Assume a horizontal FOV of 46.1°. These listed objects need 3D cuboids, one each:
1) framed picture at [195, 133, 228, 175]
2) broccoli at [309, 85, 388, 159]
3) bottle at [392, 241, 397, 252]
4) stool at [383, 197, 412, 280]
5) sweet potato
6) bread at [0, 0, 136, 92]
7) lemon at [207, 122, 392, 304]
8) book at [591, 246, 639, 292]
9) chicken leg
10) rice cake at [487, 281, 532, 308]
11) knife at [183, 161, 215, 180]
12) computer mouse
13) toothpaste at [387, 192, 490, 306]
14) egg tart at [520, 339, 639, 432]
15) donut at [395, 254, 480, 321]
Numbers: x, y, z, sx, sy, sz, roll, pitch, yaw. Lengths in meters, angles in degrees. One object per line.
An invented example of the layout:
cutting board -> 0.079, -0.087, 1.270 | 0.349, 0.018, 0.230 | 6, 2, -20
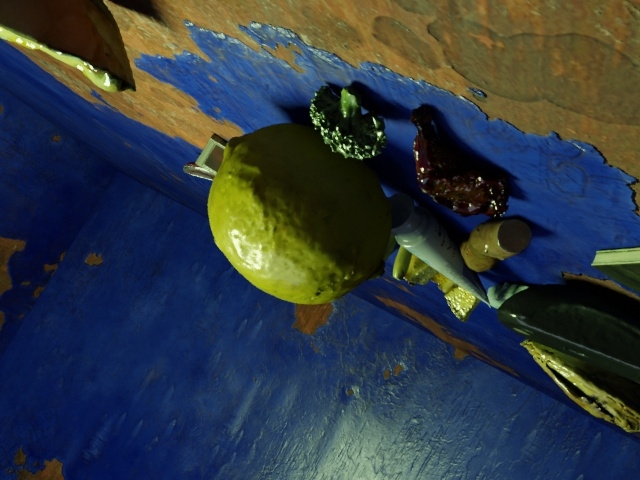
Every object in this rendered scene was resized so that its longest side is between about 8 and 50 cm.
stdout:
framed picture -> -0.135, -0.129, 1.682 | 0.290, 0.020, 0.211 | 31, 163, -11
broccoli -> 0.034, -0.147, 0.896 | 0.095, 0.097, 0.092 | 9, 130, -5
bottle -> 0.130, 0.014, 1.612 | 0.053, 0.053, 0.140 | 29, 172, 1
stool -> 0.112, -0.007, 1.321 | 0.134, 0.110, 0.135 | 31, 171, -8
sweet potato -> 0.247, 0.012, 1.132 | 0.067, 0.059, 0.281 | 38, 172, 5
bread -> -0.350, -0.304, 1.005 | 0.252, 0.132, 0.174 | 25, 178, 11
lemon -> -0.033, -0.039, 1.121 | 0.284, 0.260, 0.260 | 50, 165, -23
book -> 0.431, 0.054, 0.851 | 0.160, 0.024, 0.228 | 30, 173, -6
chicken leg -> 0.156, -0.084, 0.885 | 0.205, 0.053, 0.093 | 26, 152, -32
rice cake -> 0.389, 0.123, 1.393 | 0.127, 0.043, 0.237 | 29, 174, -5
knife -> -0.210, -0.133, 1.870 | 0.278, 0.053, 0.123 | 25, 145, 12
computer mouse -> 0.411, 0.131, 1.150 | 0.270, 0.100, 0.170 | 21, 174, 22
toothpaste -> 0.205, 0.017, 1.273 | 0.299, 0.073, 0.114 | 35, -156, -43
egg tart -> 0.515, 0.238, 1.395 | 0.297, 0.132, 0.297 | 29, -174, -3
donut -> 0.224, 0.065, 1.402 | 0.181, 0.078, 0.146 | 35, -162, -11
